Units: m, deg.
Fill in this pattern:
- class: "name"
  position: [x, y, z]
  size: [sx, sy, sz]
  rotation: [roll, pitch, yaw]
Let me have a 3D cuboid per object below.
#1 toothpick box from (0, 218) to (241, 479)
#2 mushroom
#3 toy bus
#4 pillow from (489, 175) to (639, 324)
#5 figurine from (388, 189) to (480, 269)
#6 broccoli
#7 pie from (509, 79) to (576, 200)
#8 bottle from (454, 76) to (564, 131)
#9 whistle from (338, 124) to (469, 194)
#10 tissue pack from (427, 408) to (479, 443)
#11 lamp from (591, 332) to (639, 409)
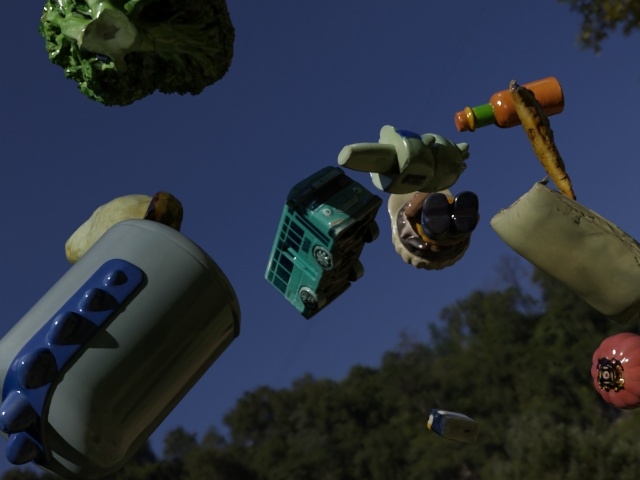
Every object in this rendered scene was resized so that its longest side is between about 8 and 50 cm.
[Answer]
- class: "toothpick box"
  position: [-0.293, 0.153, 1.512]
  size: [0.354, 0.263, 0.263]
  rotation: [-51, -15, -36]
- class: "mushroom"
  position: [-0.316, -0.014, 1.803]
  size: [0.087, 0.107, 0.333]
  rotation: [19, -14, -30]
- class: "toy bus"
  position: [0.000, 0.000, 1.933]
  size: [0.128, 0.147, 0.256]
  rotation: [-37, -21, -34]
- class: "pillow"
  position: [0.298, 0.016, 1.291]
  size: [0.053, 0.208, 0.119]
  rotation: [-57, 3, -39]
- class: "figurine"
  position: [0.250, -0.022, 2.471]
  size: [0.185, 0.204, 0.332]
  rotation: [-1, 10, -4]
- class: "broccoli"
  position: [-0.275, -0.329, 1.701]
  size: [0.308, 0.275, 0.307]
  rotation: [-1, -65, -3]
- class: "pie"
  position: [0.272, -0.120, 1.395]
  size: [0.034, 0.169, 0.092]
  rotation: [-26, 6, 12]
- class: "bottle"
  position: [0.323, -0.228, 1.980]
  size: [0.187, 0.069, 0.069]
  rotation: [-15, -32, -6]
- class: "whistle"
  position: [0.128, -0.121, 1.727]
  size: [0.245, 0.092, 0.110]
  rotation: [3, -40, -35]
- class: "tissue pack"
  position: [0.218, 0.305, 1.885]
  size: [0.062, 0.042, 0.083]
  rotation: [14, -2, -14]
- class: "lamp"
  position: [0.428, 0.182, 1.601]
  size: [0.092, 0.107, 0.107]
  rotation: [-4, -39, -37]
